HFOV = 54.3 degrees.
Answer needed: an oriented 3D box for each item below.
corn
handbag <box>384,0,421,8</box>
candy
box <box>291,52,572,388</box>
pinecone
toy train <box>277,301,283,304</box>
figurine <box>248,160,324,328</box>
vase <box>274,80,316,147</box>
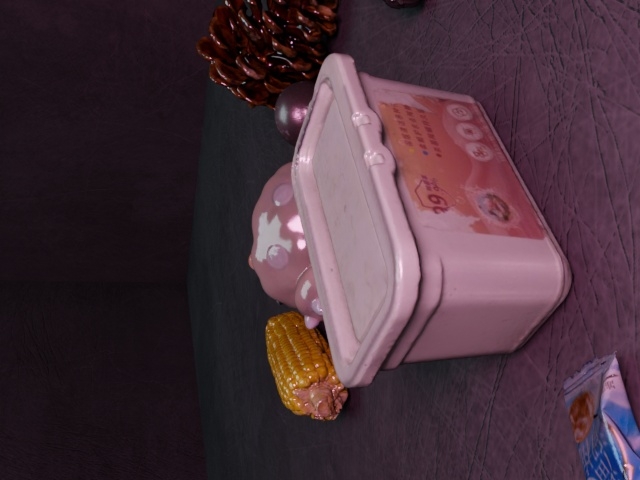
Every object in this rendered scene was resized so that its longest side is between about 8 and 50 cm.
[{"bbox_3d":[-0.032,0.211,1.094,0.322,0.119,0.119,-131,46,-72],"label":"corn"},{"bbox_3d":[0.096,-0.455,0.811,0.275,0.088,0.244,-115,29,-48],"label":"handbag"},{"bbox_3d":[0.213,0.152,0.458,0.088,0.038,0.136,94,175,-56],"label":"candy"},{"bbox_3d":[0.094,-0.027,0.606,0.175,0.182,0.312,112,153,-45],"label":"box"},{"bbox_3d":[-0.094,-0.373,1.156,0.309,0.244,0.244,-50,38,38],"label":"pinecone"},{"bbox_3d":[-0.050,0.061,1.265,0.252,0.055,0.048,108,147,-42],"label":"toy train"},{"bbox_3d":[0.000,0.000,0.915,0.380,0.203,0.248,141,136,-82],"label":"figurine"},{"bbox_3d":[-0.002,-0.222,1.063,0.183,0.120,0.120,-6,82,58],"label":"vase"}]
